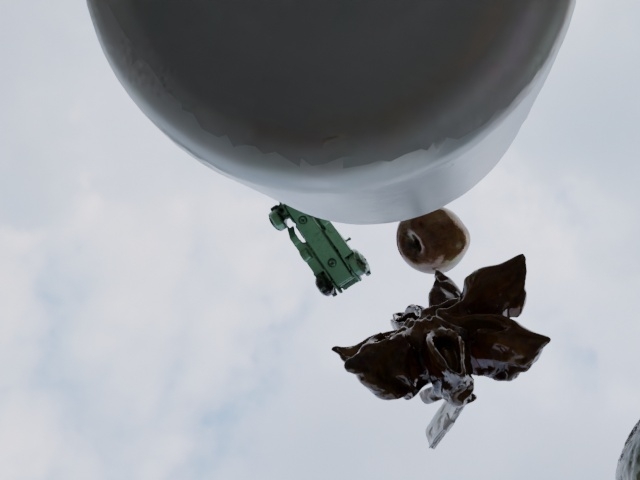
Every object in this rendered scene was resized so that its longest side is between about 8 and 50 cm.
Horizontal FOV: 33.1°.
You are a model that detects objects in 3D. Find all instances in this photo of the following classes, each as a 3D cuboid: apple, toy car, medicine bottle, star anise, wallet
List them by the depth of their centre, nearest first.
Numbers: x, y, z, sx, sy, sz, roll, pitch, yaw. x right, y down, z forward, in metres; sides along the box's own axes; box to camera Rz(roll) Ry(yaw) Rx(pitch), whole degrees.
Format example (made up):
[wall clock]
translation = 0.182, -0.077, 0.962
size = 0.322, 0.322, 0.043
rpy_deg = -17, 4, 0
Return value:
[medicine bottle]
translation = 0.021, -0.115, 0.603
size = 0.211, 0.371, 0.211
rpy_deg = 0, -92, 6
[star anise]
translation = 0.116, 0.095, 0.993
size = 0.196, 0.212, 0.111
rpy_deg = -31, -89, 18
[apple]
translation = 0.132, -0.002, 1.260
size = 0.084, 0.084, 0.071
rpy_deg = 28, -148, 35
[wallet]
translation = 0.151, 0.211, 1.298
size = 0.083, 0.011, 0.044
rpy_deg = -60, -165, 24
[toy car]
translation = 0.000, 0.000, 1.364
size = 0.073, 0.143, 0.054
rpy_deg = -35, -175, 18

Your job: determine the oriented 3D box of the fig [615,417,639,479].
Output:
[fig]
translation = 0.202, 0.092, 0.437
size = 0.156, 0.123, 0.123
rpy_deg = -46, -135, 28
